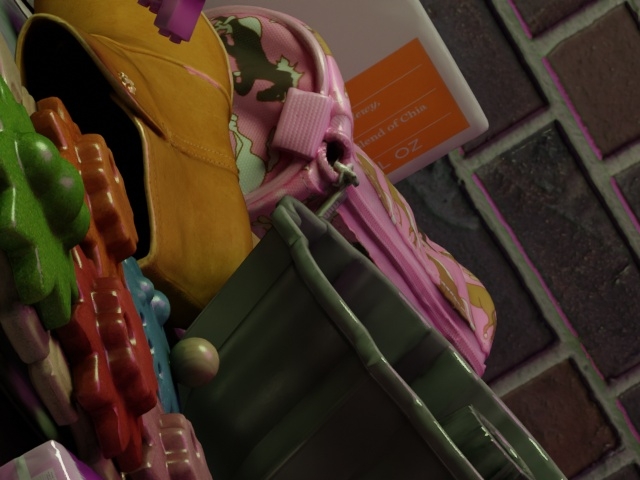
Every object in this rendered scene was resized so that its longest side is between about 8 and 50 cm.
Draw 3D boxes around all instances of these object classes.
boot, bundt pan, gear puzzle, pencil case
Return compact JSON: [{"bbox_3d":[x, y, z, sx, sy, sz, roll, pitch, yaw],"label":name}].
[{"bbox_3d":[-0.114,-0.088,1.008,0.295,0.104,0.211,65,7,21],"label":"boot"},{"bbox_3d":[0.046,0.139,0.918,0.331,0.124,0.331,48,7,-7],"label":"bundt pan"},{"bbox_3d":[-0.093,-0.023,0.665,0.175,0.044,0.339,-105,177,-46],"label":"gear puzzle"},{"bbox_3d":[0.000,0.000,1.287,0.386,0.160,0.167,52,16,-56],"label":"pencil case"}]

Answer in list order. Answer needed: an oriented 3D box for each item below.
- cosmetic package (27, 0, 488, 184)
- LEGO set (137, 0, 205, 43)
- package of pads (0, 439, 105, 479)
[{"bbox_3d":[-0.070,-0.196,1.358,0.453,0.230,0.161,51,10,-51],"label":"cosmetic package"},{"bbox_3d":[-0.151,-0.149,0.900,0.227,0.093,0.087,19,-5,33],"label":"LEGO set"},{"bbox_3d":[-0.076,0.111,0.607,0.083,0.032,0.050,62,3,33],"label":"package of pads"}]
